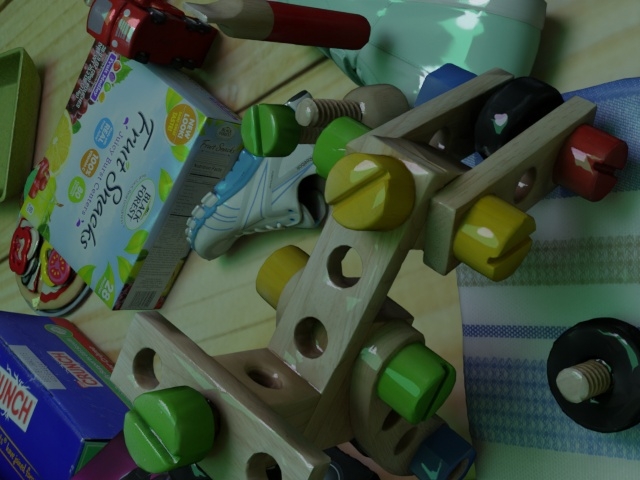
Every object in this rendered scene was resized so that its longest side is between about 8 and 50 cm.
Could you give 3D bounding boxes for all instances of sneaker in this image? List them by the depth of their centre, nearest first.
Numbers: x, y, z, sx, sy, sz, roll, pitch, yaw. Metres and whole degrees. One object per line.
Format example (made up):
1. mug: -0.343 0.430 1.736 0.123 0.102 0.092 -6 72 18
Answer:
1. sneaker: 0.032 -0.112 0.652 0.255 0.094 0.151 19 98 46
2. sneaker: -0.043 -0.029 0.731 0.083 0.071 0.191 48 131 6

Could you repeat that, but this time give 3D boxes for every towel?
1. towel: 0.168 0.055 0.491 0.209 0.034 0.285 -6 89 43

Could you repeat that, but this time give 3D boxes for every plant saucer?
1. plant saucer: -0.409 -0.133 1.119 0.188 0.045 0.189 -1 81 44

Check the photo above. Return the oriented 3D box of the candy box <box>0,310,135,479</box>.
1. candy box: -0.287 0.263 0.866 0.268 0.122 0.317 31 104 44

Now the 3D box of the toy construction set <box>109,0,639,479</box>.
1. toy construction set: 0.000 0.000 0.458 0.257 0.237 0.309 -45 64 37

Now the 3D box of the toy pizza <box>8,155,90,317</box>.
1. toy pizza: -0.299 -0.015 0.996 0.201 0.032 0.201 -11 74 43

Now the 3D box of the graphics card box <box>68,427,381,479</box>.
1. graphics card box: -0.137 0.264 0.585 0.371 0.094 0.232 -42 33 -20

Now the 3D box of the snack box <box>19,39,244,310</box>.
1. snack box: -0.181 -0.066 0.850 0.174 0.070 0.207 40 111 30

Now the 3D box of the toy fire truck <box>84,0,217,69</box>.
1. toy fire truck: -0.173 -0.212 0.842 0.135 0.192 0.047 31 106 14
